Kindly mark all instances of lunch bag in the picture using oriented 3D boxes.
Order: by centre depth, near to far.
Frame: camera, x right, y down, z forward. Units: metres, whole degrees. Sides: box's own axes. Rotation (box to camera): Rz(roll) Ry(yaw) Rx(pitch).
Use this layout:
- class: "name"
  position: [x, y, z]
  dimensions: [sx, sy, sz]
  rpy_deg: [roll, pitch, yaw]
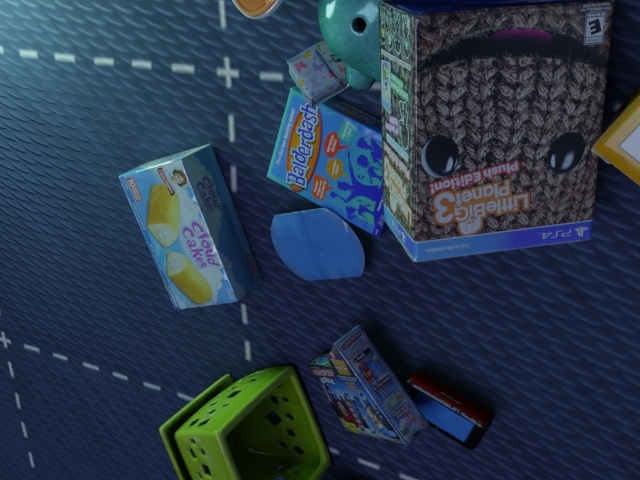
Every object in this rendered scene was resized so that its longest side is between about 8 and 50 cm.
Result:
- class: "lunch bag"
  position: [0.004, -0.245, 1.123]
  dimensions: [0.083, 0.053, 0.071]
  rpy_deg: [-30, 80, -5]

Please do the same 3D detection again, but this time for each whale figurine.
- class: "whale figurine"
  position: [0.107, -0.254, 1.018]
  dimensions: [0.216, 0.141, 0.272]
  rpy_deg: [-31, 98, 37]

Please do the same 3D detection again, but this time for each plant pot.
- class: "plant pot"
  position: [-0.149, 0.377, 1.431]
  dimensions: [0.207, 0.227, 0.228]
  rpy_deg: [-7, 109, 39]

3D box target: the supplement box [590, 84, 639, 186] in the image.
- class: "supplement box"
  position: [0.484, -0.185, 0.791]
  dimensions: [0.194, 0.195, 0.356]
  rpy_deg: [42, 126, 7]

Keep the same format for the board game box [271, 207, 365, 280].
- class: "board game box"
  position: [0.000, 0.000, 1.263]
  dimensions: [0.169, 0.033, 0.133]
  rpy_deg: [-7, 120, 36]

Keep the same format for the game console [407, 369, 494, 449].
- class: "game console"
  position: [0.197, 0.283, 1.262]
  dimensions: [0.144, 0.124, 0.085]
  rpy_deg: [29, 98, 16]

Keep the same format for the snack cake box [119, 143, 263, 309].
- class: "snack cake box"
  position: [-0.223, -0.019, 1.362]
  dimensions: [0.152, 0.089, 0.264]
  rpy_deg: [-10, 107, 35]

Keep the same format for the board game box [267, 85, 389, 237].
- class: "board game box"
  position: [0.032, -0.123, 1.185]
  dimensions: [0.210, 0.047, 0.160]
  rpy_deg: [29, 125, 17]

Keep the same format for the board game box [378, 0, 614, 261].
- class: "board game box"
  position: [0.202, -0.144, 0.945]
  dimensions: [0.232, 0.141, 0.290]
  rpy_deg: [-8, 114, -8]

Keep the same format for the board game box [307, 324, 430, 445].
- class: "board game box"
  position: [0.064, 0.235, 1.300]
  dimensions: [0.194, 0.060, 0.194]
  rpy_deg: [-8, 112, 61]

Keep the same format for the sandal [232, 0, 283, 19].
- class: "sandal"
  position: [-0.063, -0.396, 0.964]
  dimensions: [0.102, 0.076, 0.265]
  rpy_deg: [40, 127, 9]
